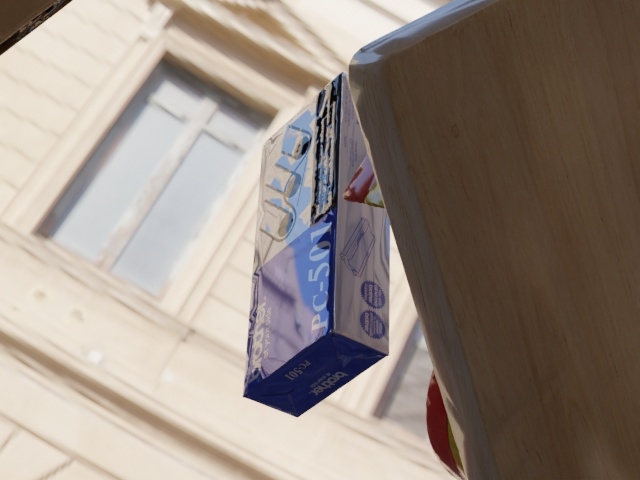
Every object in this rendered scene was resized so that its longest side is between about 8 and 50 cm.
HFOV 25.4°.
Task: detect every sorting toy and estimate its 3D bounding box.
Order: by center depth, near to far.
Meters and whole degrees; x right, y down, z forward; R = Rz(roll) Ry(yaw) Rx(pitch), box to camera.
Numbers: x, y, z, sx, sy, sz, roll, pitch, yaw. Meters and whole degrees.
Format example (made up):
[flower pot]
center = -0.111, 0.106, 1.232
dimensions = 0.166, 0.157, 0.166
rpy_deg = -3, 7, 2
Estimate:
[sorting toy]
center = 0.128, -0.009, 0.608
dimensions = 0.089, 0.255, 0.257
rpy_deg = 15, -51, 53

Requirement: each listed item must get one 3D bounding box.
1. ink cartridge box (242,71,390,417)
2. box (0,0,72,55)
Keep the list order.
[ink cartridge box]
center = 0.000, 0.000, 0.914
dimensions = 0.046, 0.207, 0.097
rpy_deg = 24, -42, -27
[box]
center = -0.280, -0.236, 1.087
dimensions = 0.201, 0.164, 0.021
rpy_deg = 40, -32, 6
